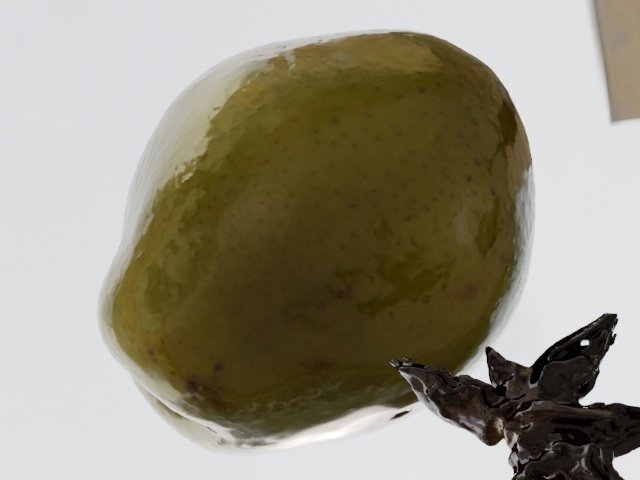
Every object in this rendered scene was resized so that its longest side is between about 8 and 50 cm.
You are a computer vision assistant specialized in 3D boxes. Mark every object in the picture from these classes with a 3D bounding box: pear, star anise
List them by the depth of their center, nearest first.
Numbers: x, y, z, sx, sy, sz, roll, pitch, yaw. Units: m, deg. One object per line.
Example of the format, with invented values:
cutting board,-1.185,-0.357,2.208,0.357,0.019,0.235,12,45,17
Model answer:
star anise,0.166,0.116,1.106,0.157,0.212,0.053,-25,-48,-20
pear,0.000,0.000,1.388,0.418,0.362,0.362,-46,-67,-18
